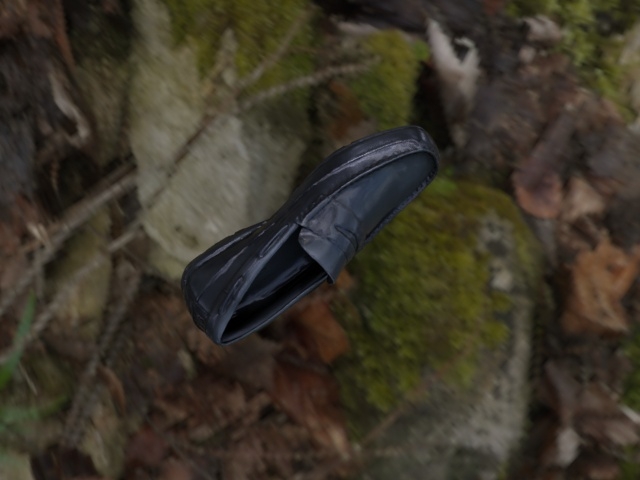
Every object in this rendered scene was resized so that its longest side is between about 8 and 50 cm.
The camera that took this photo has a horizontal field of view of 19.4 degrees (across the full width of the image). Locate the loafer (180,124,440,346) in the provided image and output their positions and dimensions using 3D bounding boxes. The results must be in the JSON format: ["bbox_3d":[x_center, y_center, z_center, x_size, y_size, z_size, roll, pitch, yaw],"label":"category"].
[{"bbox_3d":[0.000,0.000,1.387,0.223,0.078,0.076,-36,135,3],"label":"loafer"}]
